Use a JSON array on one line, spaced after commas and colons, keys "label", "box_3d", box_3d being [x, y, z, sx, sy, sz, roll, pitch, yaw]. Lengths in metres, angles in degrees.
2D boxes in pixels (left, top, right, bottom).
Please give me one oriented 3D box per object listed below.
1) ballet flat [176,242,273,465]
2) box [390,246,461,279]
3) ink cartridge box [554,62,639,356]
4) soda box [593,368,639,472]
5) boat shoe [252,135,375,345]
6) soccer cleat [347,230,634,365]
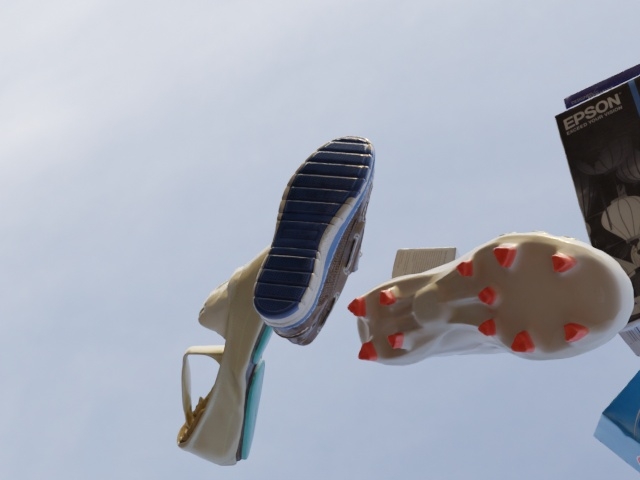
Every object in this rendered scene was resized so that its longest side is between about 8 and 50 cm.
[{"label": "ballet flat", "box_3d": [-0.079, 0.095, 1.290, 0.086, 0.086, 0.248, 50, -48, 49]}, {"label": "box", "box_3d": [0.147, 0.076, 1.911, 0.087, 0.101, 0.102, -1, -125, 25]}, {"label": "ink cartridge box", "box_3d": [0.320, -0.065, 1.347, 0.165, 0.065, 0.332, -26, -134, 20]}, {"label": "soda box", "box_3d": [0.362, 0.215, 1.356, 0.210, 0.071, 0.067, 38, -109, 19]}, {"label": "boat shoe", "box_3d": [0.000, 0.000, 1.153, 0.066, 0.066, 0.183, 10, -120, 30]}, {"label": "soccer cleat", "box_3d": [0.097, 0.033, 0.783, 0.196, 0.076, 0.068, -13, -96, 50]}]
